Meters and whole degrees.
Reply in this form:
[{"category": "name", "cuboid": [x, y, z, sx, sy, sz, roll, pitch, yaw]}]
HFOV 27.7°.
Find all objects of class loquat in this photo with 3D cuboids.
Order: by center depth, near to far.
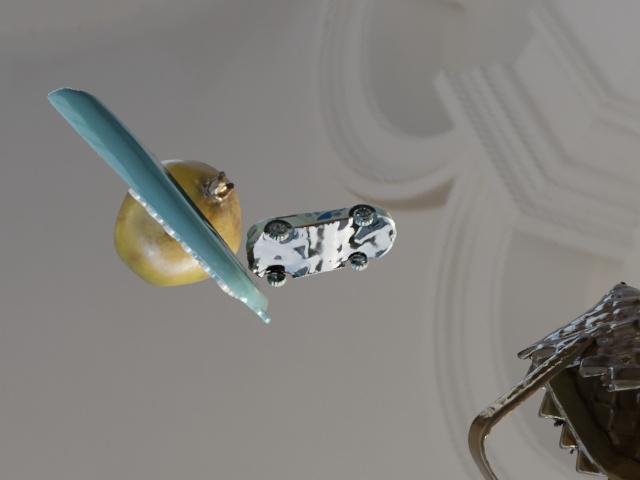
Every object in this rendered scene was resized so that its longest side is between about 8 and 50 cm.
[{"category": "loquat", "cuboid": [-0.216, -0.035, 2.066, 0.213, 0.246, 0.213, 22, -130, -29]}]

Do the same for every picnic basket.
[{"category": "picnic basket", "cuboid": [0.341, 0.222, 1.458, 0.254, 0.321, 0.291, 60, 166, -18]}]

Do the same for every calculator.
[{"category": "calculator", "cuboid": [-0.191, -0.040, 1.671, 0.386, 0.054, 0.256, 49, 178, 7]}]

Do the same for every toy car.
[{"category": "toy car", "cuboid": [0.000, 0.000, 1.710, 0.204, 0.095, 0.056, -11, -136, -15]}]
